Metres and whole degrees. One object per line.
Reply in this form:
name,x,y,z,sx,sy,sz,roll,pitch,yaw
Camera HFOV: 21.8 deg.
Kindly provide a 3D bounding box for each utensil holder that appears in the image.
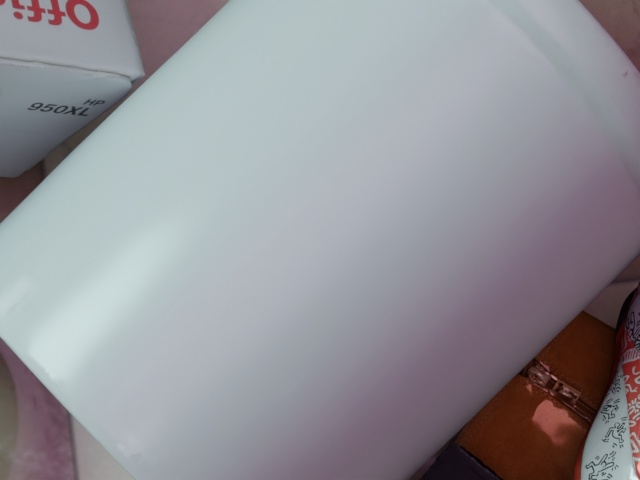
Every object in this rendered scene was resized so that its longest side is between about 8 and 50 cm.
utensil holder,0.000,0.000,1.109,0.385,0.327,0.327,-44,86,-8

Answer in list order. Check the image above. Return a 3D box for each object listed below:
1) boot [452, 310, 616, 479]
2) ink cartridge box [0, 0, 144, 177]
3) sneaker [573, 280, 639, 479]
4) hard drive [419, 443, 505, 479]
boot,0.181,0.205,1.175,0.211,0.104,0.295,28,73,10
ink cartridge box,-0.314,-0.255,1.111,0.285,0.166,0.395,3,64,-44
sneaker,0.239,0.097,1.069,0.090,0.145,0.270,22,50,-5
hard drive,0.138,0.326,1.067,0.339,0.064,0.237,39,90,28
